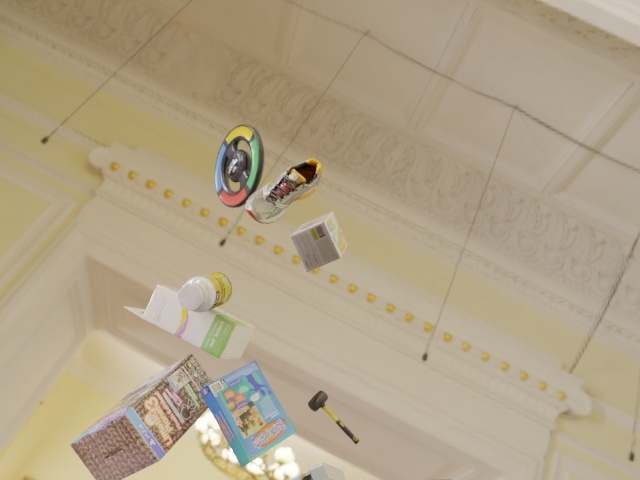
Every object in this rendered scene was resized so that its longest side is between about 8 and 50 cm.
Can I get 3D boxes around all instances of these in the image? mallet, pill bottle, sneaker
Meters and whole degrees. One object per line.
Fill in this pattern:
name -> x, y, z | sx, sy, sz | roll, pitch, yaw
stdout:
mallet -> 0.038, 0.539, 1.878 | 0.189, 0.062, 0.039 | 50, -37, 14
pill bottle -> -0.333, 0.150, 1.807 | 0.103, 0.184, 0.103 | 1, -86, 16
sneaker -> -0.084, -0.122, 1.447 | 0.088, 0.225, 0.092 | 44, -32, 8

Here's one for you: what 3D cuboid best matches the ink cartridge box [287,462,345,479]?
ink cartridge box -> -0.024, 0.721, 1.820 | 0.175, 0.072, 0.127 | -30, -40, 12

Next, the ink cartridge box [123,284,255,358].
ink cartridge box -> -0.403, 0.238, 1.952 | 0.353, 0.119, 0.207 | 24, -5, 14

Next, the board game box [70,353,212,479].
board game box -> -0.440, 0.456, 1.615 | 0.232, 0.291, 0.141 | -32, -85, 30

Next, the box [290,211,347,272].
box -> 0.000, 0.000, 1.750 | 0.103, 0.203, 0.114 | -23, -83, 11

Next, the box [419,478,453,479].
box -> 0.353, 0.910, 2.067 | 0.183, 0.231, 0.056 | -11, -27, 18

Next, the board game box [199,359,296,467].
board game box -> -0.178, 0.423, 1.553 | 0.210, 0.160, 0.047 | 58, -45, 13

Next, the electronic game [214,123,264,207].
electronic game -> -0.222, -0.201, 1.697 | 0.048, 0.229, 0.229 | 8, -20, -39
